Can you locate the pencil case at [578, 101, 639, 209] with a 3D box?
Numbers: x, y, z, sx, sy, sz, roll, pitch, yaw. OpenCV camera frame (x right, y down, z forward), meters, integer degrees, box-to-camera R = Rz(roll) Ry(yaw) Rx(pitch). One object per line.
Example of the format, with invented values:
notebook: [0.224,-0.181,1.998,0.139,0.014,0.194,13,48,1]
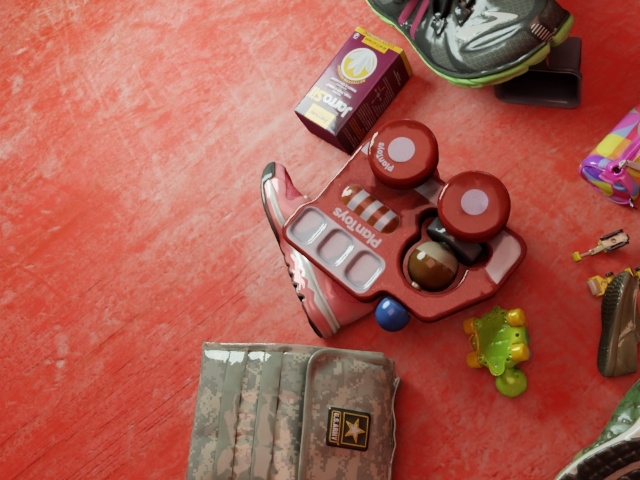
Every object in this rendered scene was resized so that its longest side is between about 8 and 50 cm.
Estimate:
pencil case: [0.481,-0.158,1.034,0.104,0.104,0.236,39,87,27]

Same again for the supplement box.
supplement box: [0.057,-0.257,1.235,0.104,0.081,0.188,35,86,27]

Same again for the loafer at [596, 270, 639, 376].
loafer: [0.415,0.116,0.981,0.050,0.056,0.148,10,92,-1]

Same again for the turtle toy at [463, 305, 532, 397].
turtle toy: [0.260,0.157,1.017,0.095,0.066,0.130,-17,67,39]

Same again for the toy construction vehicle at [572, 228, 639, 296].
toy construction vehicle: [0.423,0.034,1.025,0.098,0.035,0.086,-26,75,12]

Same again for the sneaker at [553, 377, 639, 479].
sneaker: [0.428,0.235,0.894,0.158,0.182,0.410,38,110,8]

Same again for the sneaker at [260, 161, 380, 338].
sneaker: [0.000,0.001,1.164,0.136,0.116,0.314,-21,68,-3]

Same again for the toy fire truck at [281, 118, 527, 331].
toy fire truck: [0.126,-0.007,1.047,0.302,0.169,0.254,40,86,16]

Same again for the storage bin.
storage bin: [0.350,-0.279,1.134,0.135,0.098,0.091,10,64,23]

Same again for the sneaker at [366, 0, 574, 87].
sneaker: [0.183,-0.399,1.129,0.185,0.202,0.483,-45,49,0]

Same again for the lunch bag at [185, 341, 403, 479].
lunch bag: [-0.030,0.276,1.029,0.287,0.169,0.235,0,67,12]
